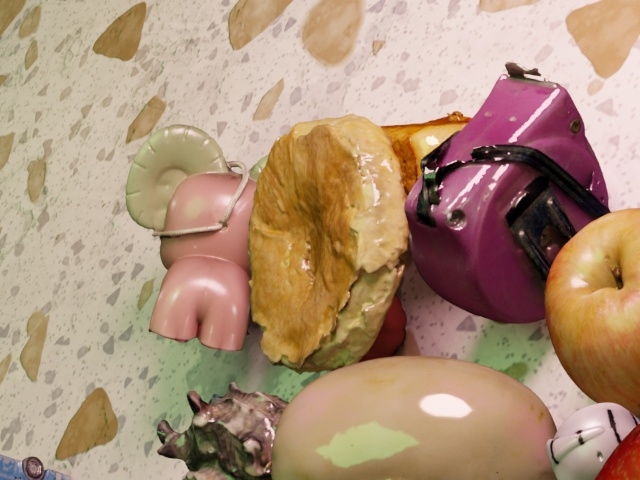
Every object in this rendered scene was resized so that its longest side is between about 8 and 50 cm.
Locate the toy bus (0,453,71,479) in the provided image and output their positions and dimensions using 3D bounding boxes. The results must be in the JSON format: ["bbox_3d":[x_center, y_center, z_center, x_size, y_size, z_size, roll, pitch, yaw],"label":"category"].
[{"bbox_3d":[-0.498,0.356,2.014,0.106,0.297,0.131,-23,54,35],"label":"toy bus"}]

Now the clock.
[{"bbox_3d":[0.299,0.204,1.353,0.117,0.176,0.080,-39,47,23],"label":"clock"}]

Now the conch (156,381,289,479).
[{"bbox_3d":[-0.074,0.299,1.705,0.313,0.186,0.241,9,99,31],"label":"conch"}]

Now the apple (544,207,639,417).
[{"bbox_3d":[0.326,0.073,1.425,0.209,0.164,0.209,-33,38,31],"label":"apple"}]

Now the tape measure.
[{"bbox_3d":[0.208,-0.033,1.558,0.149,0.245,0.231,19,64,50],"label":"tape measure"}]

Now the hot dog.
[{"bbox_3d":[0.128,-0.083,1.747,0.256,0.153,0.150,7,99,63],"label":"hot dog"}]

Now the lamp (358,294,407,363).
[{"bbox_3d":[0.055,0.101,1.752,0.107,0.092,0.108,8,106,31],"label":"lamp"}]

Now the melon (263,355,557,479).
[{"bbox_3d":[0.095,0.233,1.497,0.316,0.223,0.223,-6,58,16],"label":"melon"}]

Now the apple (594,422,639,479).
[{"bbox_3d":[0.349,0.289,1.162,0.348,0.277,0.349,-26,48,34],"label":"apple"}]

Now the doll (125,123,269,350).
[{"bbox_3d":[-0.131,-0.007,1.920,0.216,0.284,0.268,-95,16,-80],"label":"doll"}]

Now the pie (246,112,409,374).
[{"bbox_3d":[0.000,0.000,1.708,0.339,0.083,0.340,-30,55,56],"label":"pie"}]
